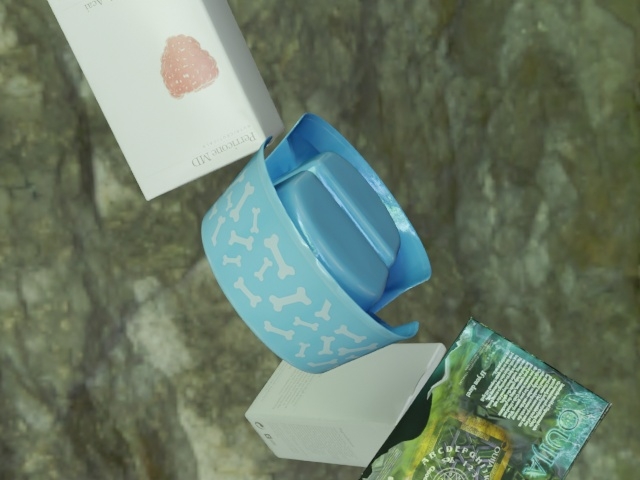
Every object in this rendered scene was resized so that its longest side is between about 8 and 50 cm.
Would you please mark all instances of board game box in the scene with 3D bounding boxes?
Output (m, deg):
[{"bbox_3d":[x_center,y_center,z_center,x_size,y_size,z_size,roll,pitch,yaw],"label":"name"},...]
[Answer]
[{"bbox_3d":[0.115,0.166,0.755,0.186,0.126,0.026,-52,-21,-14],"label":"board game box"}]

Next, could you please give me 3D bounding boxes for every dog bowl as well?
[{"bbox_3d":[0.000,0.000,0.754,0.166,0.074,0.297,52,-164,-5],"label":"dog bowl"}]

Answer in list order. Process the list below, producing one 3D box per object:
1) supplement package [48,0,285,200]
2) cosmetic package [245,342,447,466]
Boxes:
[{"bbox_3d":[-0.190,-0.228,1.288,0.175,0.177,0.293,-70,-45,-76],"label":"supplement package"},{"bbox_3d":[0.039,0.180,1.110,0.085,0.231,0.117,56,-128,-27],"label":"cosmetic package"}]
